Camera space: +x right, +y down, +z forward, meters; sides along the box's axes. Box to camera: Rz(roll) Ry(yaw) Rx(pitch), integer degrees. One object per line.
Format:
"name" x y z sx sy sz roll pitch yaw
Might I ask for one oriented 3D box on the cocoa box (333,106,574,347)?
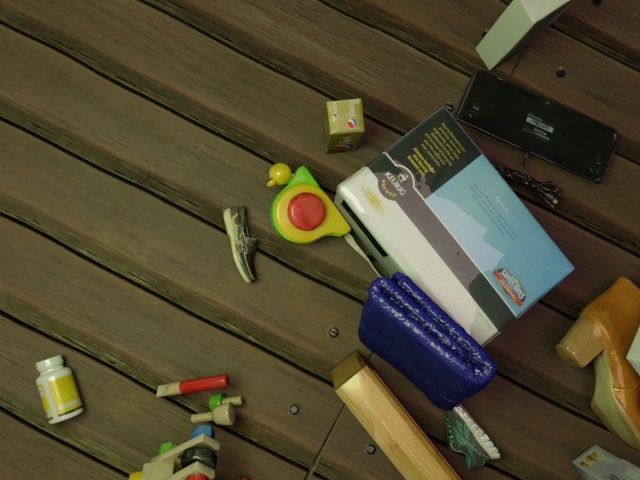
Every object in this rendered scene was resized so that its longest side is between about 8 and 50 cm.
"cocoa box" 0.216 -0.014 1.059 0.228 0.231 0.347 -38 89 -3

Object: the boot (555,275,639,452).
"boot" 0.592 0.233 1.123 0.211 0.104 0.295 -38 98 -13

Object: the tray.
"tray" 0.176 0.384 1.055 0.076 0.203 0.411 -40 89 -3

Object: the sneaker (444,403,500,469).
"sneaker" 0.263 0.363 1.130 0.076 0.065 0.166 -39 86 3

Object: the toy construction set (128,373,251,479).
"toy construction set" -0.262 0.409 1.059 0.237 0.257 0.308 -10 67 11

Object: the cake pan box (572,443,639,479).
"cake pan box" 0.577 0.506 1.024 0.070 0.267 0.245 -33 91 -5

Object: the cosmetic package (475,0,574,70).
"cosmetic package" 0.364 -0.391 1.076 0.099 0.239 0.060 -35 89 -3

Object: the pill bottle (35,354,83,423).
"pill bottle" -0.492 0.277 1.119 0.065 0.065 0.116 -18 88 -2

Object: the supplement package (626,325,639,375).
"supplement package" 0.669 0.156 1.051 0.139 0.134 0.244 46 65 -25

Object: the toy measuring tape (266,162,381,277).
"toy measuring tape" 0.000 0.000 1.123 0.121 0.121 0.330 -37 98 -2

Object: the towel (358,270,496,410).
"towel" 0.169 0.173 1.000 0.228 0.308 0.076 39 74 14

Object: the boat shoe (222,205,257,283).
"boat shoe" -0.145 0.006 1.142 0.049 0.056 0.152 -18 88 4

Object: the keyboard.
"keyboard" 0.410 -0.189 1.172 0.317 0.033 0.201 25 81 1

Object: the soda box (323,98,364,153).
"soda box" 0.040 -0.205 1.091 0.061 0.181 0.058 -6 87 -2
